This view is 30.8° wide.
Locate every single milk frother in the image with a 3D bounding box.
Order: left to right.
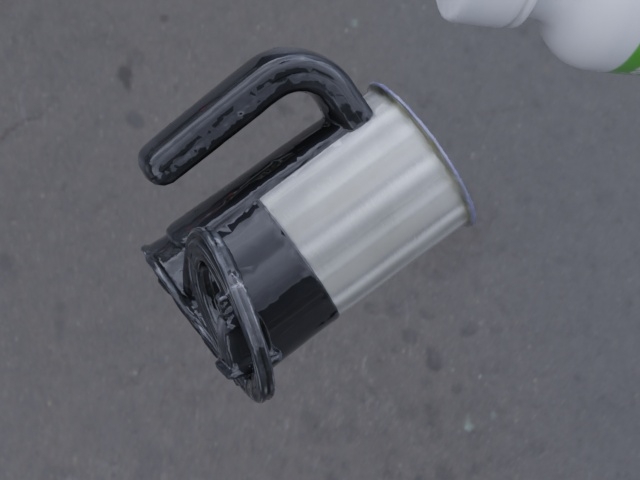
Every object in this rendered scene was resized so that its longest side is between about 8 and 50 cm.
[{"bbox_3d":[0.000,0.000,0.501,0.135,0.129,0.143,-37,43,-6],"label":"milk frother"}]

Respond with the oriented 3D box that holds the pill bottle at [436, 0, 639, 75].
[{"bbox_3d":[0.188,-0.149,0.583,0.246,0.136,0.136,4,58,-8],"label":"pill bottle"}]
